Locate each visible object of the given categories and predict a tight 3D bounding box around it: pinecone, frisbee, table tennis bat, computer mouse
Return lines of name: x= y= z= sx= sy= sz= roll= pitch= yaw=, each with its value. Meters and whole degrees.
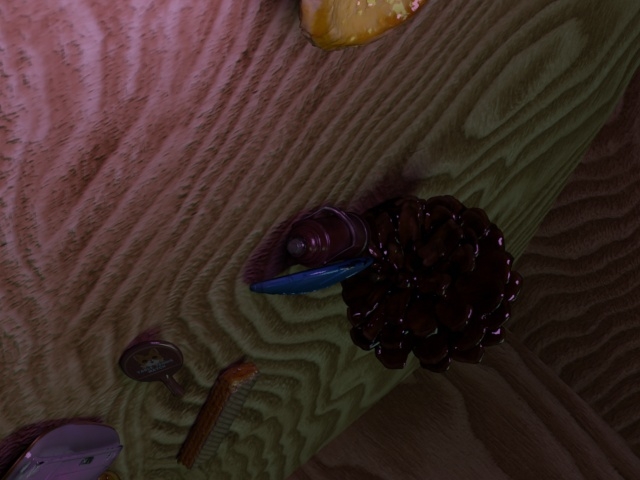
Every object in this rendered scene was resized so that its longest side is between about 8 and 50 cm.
pinecone: x=0.217 y=0.091 z=2.043 sx=0.398 sy=0.398 sz=0.397 roll=-40 pitch=161 yaw=-17
frisbee: x=-0.015 y=0.075 z=1.850 sx=0.242 sy=0.045 sz=0.242 roll=-12 pitch=178 yaw=0
table tennis bat: x=-0.297 y=0.193 z=1.751 sx=0.107 sy=0.119 sz=0.170 roll=-21 pitch=138 yaw=5
computer mouse: x=-0.466 y=0.392 z=1.699 sx=0.158 sy=0.072 sz=0.310 roll=-50 pitch=162 yaw=8

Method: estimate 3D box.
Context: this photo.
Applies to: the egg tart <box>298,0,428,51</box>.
egg tart: x=0.066 y=-0.367 z=1.168 sx=0.315 sy=0.120 sz=0.315 roll=-38 pitch=161 yaw=-16

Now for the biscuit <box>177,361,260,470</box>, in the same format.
biscuit: x=-0.242 y=0.414 z=2.260 sx=0.094 sy=0.054 sz=0.378 roll=-25 pitch=153 yaw=-45

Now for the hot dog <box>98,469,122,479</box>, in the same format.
hot dog: x=-0.453 y=0.545 z=2.020 sx=0.123 sy=0.093 sz=0.261 roll=-41 pitch=161 yaw=-12

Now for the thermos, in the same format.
thermos: x=0.002 y=0.003 z=1.849 sx=0.124 sy=0.099 sz=0.232 roll=-42 pitch=166 yaw=27
